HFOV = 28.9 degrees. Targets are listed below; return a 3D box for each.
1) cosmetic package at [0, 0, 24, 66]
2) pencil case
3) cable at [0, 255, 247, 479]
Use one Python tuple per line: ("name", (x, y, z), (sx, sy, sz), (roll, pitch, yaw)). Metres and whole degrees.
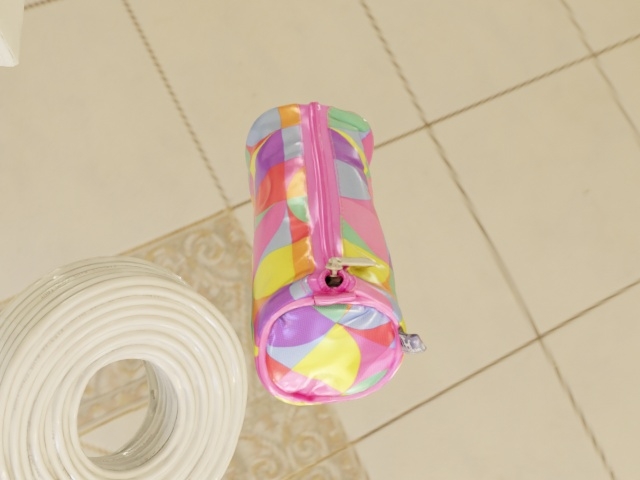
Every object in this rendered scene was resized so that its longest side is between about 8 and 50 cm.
("cosmetic package", (-0.393, -0.328, 1.302), (0.138, 0.225, 0.224), (2, 77, -4))
("pencil case", (0.000, 0.000, 0.811), (0.104, 0.104, 0.236), (16, 33, -18))
("cable", (-0.183, 0.141, 1.080), (0.257, 0.089, 0.257), (35, 78, -36))
